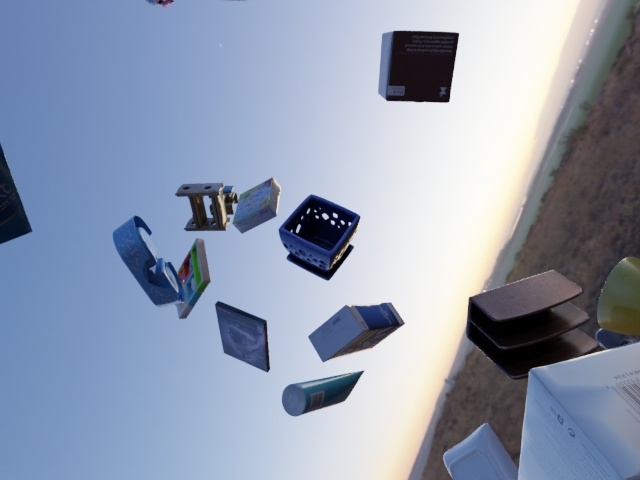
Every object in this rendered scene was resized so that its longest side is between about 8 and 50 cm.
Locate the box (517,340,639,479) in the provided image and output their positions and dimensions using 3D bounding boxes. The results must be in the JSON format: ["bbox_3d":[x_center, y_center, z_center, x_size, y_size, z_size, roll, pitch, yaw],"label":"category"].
[{"bbox_3d":[0.435,0.337,0.601,0.168,0.215,0.345,-111,9,-60],"label":"box"}]

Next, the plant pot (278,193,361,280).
[{"bbox_3d":[0.000,0.000,1.596,0.236,0.236,0.212,-51,-25,-34],"label":"plant pot"}]

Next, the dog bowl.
[{"bbox_3d":[-0.492,0.070,1.204,0.074,0.166,0.297,-25,-59,-8],"label":"dog bowl"}]

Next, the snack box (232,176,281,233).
[{"bbox_3d":[-0.254,-0.144,1.684,0.070,0.175,0.207,51,-156,-34],"label":"snack box"}]

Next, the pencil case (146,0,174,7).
[{"bbox_3d":[-0.444,-0.627,0.908,0.284,0.124,0.124,0,-71,-63],"label":"pencil case"}]

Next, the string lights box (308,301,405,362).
[{"bbox_3d":[0.100,0.224,1.057,0.133,0.076,0.260,-43,-26,22],"label":"string lights box"}]

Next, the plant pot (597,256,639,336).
[{"bbox_3d":[0.538,0.103,0.678,0.134,0.095,0.134,-9,-72,-28],"label":"plant pot"}]

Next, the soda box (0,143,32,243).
[{"bbox_3d":[-0.404,-0.096,0.462,0.067,0.071,0.210,-41,-40,-48],"label":"soda box"}]

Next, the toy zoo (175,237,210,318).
[{"bbox_3d":[-0.485,0.156,1.539,0.030,0.192,0.293,10,-44,-36],"label":"toy zoo"}]

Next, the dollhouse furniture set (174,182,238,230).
[{"bbox_3d":[-0.341,-0.129,1.278,0.183,0.129,0.129,-86,-5,-57],"label":"dollhouse furniture set"}]

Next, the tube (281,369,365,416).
[{"bbox_3d":[0.014,0.282,0.776,0.207,0.052,0.080,17,-68,-53],"label":"tube"}]

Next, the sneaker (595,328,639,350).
[{"bbox_3d":[0.656,0.233,0.864,0.065,0.158,0.061,18,-77,-51],"label":"sneaker"}]

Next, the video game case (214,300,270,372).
[{"bbox_3d":[-0.270,0.344,1.471,0.026,0.196,0.274,-52,-27,-46],"label":"video game case"}]

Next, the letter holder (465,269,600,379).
[{"bbox_3d":[0.600,0.231,1.163,0.302,0.214,0.152,-14,-61,-14],"label":"letter holder"}]

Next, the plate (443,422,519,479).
[{"bbox_3d":[0.459,0.685,1.137,0.045,0.277,0.278,-11,-39,-26],"label":"plate"}]

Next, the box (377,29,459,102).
[{"bbox_3d":[0.253,-0.469,1.125,0.203,0.169,0.167,-90,2,-66],"label":"box"}]
